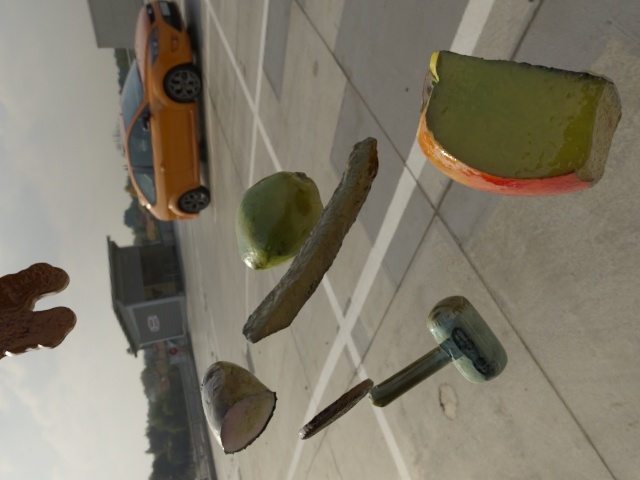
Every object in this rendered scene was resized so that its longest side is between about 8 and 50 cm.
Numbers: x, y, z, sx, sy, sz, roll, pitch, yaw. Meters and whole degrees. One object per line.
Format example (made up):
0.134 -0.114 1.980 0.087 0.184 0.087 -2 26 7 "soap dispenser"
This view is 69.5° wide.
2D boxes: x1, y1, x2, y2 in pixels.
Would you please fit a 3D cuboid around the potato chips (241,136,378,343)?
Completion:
0.000 0.000 0.755 0.057 0.407 0.080 9 148 39 "potato chips"

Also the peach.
0.373 -0.207 0.870 0.306 0.380 0.242 -41 -40 -74 "peach"

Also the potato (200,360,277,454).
-0.293 0.504 1.483 0.266 0.229 0.229 23 123 45 "potato"

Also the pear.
-0.106 -0.048 1.142 0.269 0.212 0.212 -60 33 15 "pear"

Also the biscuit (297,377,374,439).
0.058 0.585 1.593 0.040 0.318 0.318 51 150 22 "biscuit"

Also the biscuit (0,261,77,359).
-0.678 0.165 0.931 0.202 0.334 0.047 62 154 23 "biscuit"

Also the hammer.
0.237 0.271 1.003 0.202 0.305 0.113 52 -174 -7 "hammer"
